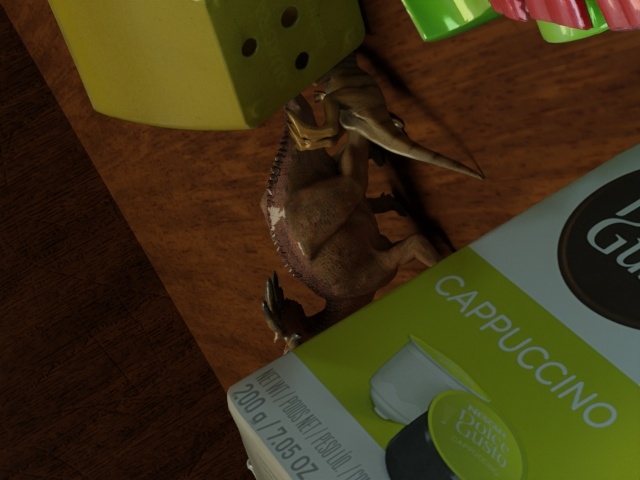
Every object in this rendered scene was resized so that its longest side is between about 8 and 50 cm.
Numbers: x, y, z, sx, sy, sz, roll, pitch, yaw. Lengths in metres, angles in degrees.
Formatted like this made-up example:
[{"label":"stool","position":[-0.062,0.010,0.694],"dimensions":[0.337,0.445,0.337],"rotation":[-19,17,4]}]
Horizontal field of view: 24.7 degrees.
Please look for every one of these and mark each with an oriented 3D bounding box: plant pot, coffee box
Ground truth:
[{"label":"plant pot","position":[-0.086,-0.212,1.217],"dimensions":[0.187,0.212,0.212],"rotation":[29,149,38]},{"label":"coffee box","position":[0.201,0.196,0.785],"dimensions":[0.337,0.334,0.338],"rotation":[44,158,45]}]

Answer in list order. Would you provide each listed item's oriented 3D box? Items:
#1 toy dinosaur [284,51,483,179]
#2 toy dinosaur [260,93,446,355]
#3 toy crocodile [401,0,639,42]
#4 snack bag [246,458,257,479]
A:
[{"label":"toy dinosaur","position":[0.032,-0.108,1.221],"dimensions":[0.211,0.112,0.064],"rotation":[56,171,40]},{"label":"toy dinosaur","position":[0.000,0.000,1.324],"dimensions":[0.295,0.200,0.127],"rotation":[65,164,-20]},{"label":"toy crocodile","position":[0.144,-0.148,0.740],"dimensions":[0.115,0.105,0.340],"rotation":[64,164,-19]},{"label":"snack bag","position":[0.127,0.162,0.991],"dimensions":[0.037,0.323,0.342],"rotation":[36,154,44]}]
